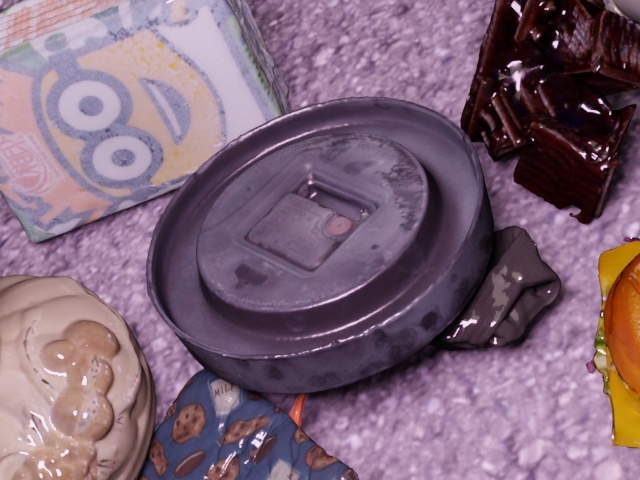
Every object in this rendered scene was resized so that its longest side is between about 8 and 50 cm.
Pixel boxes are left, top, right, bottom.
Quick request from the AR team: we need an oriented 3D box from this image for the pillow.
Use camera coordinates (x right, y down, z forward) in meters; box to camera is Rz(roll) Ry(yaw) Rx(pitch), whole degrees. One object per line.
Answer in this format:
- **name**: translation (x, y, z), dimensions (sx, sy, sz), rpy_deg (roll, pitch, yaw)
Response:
- **pillow**: translation (-0.088, 0.222, 1.208), dimensions (0.189, 0.034, 0.255), rpy_deg (-53, 39, -6)

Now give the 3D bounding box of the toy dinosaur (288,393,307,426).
- **toy dinosaur**: translation (-0.037, 0.264, 1.195), dimensions (0.101, 0.055, 0.280), rpy_deg (-6, 56, 29)

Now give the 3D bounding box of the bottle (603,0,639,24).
- **bottle**: translation (0.350, -0.271, 1.307), dimensions (0.229, 0.229, 0.351), rpy_deg (-46, 34, -13)

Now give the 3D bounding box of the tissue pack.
- **tissue pack**: translation (-0.205, -0.152, 1.419), dimensions (0.310, 0.228, 0.128), rpy_deg (-20, 42, 8)

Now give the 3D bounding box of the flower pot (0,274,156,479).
- **flower pot**: translation (-0.320, 0.138, 1.243), dimensions (0.307, 0.244, 0.307), rpy_deg (-16, 51, 21)

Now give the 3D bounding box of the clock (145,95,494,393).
- **clock**: translation (-0.001, -0.001, 1.268), dimensions (0.318, 0.066, 0.319), rpy_deg (-13, 42, 13)

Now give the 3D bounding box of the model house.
- **model house**: translation (0.217, -0.130, 1.283), dimensions (0.141, 0.203, 0.164), rpy_deg (-3, 44, -7)

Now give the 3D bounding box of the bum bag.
- **bum bag**: translation (0.057, 0.064, 1.282), dimensions (0.326, 0.080, 0.142), rpy_deg (-9, 47, 19)

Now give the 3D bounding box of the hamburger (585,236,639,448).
- **hamburger**: translation (0.331, 0.085, 1.120), dimensions (0.243, 0.139, 0.262), rpy_deg (-5, 53, 17)
